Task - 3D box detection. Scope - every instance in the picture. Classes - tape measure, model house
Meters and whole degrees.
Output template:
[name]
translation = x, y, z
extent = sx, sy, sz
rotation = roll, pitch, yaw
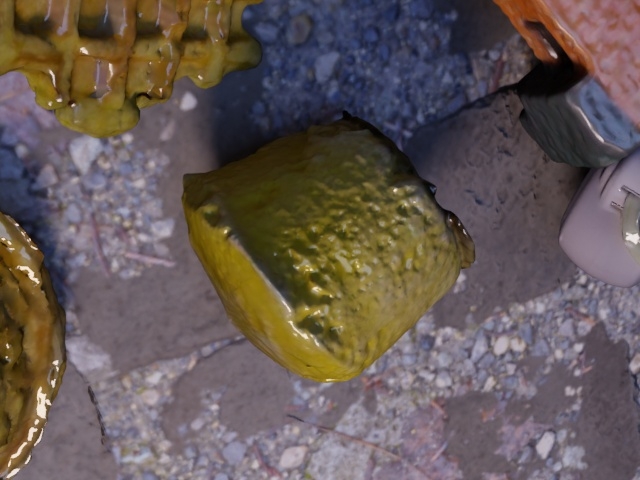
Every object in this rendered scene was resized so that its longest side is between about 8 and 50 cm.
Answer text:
[tape measure]
translation = 0.285, -0.045, 0.789
extent = 0.196, 0.105, 0.178
rotation = -48, 163, -26
[model house]
translation = 0.196, -0.246, 0.703
extent = 0.271, 0.190, 0.301
rotation = -45, 103, 3

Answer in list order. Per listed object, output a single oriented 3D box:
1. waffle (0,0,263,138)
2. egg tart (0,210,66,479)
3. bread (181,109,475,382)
[waffle]
translation = -0.116, -0.218, 0.576
extent = 0.281, 0.058, 0.301
rotation = -38, 136, -34
[egg tart]
translation = -0.330, 0.093, 0.626
extent = 0.341, 0.129, 0.341
rotation = -8, 112, -21
[bread]
translation = 0.000, 0.004, 0.684
extent = 0.170, 0.197, 0.197
rotation = -37, 118, -10
